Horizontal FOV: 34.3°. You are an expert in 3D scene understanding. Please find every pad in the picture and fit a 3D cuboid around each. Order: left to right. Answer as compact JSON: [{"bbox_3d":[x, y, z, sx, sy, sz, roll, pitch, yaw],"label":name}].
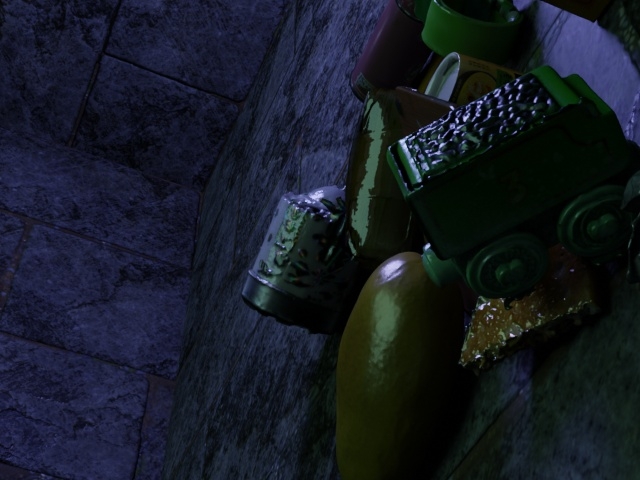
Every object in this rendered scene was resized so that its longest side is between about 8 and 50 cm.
[{"bbox_3d":[0.157,-0.045,1.304,0.286,0.018,0.283,-126,22,-73],"label":"pad"}]

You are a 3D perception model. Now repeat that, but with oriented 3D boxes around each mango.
[{"bbox_3d":[0.096,0.176,1.309,0.195,0.142,0.331,-157,75,-78],"label":"mango"}]

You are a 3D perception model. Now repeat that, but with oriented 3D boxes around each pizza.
[{"bbox_3d":[0.222,0.065,1.128,0.193,0.053,0.201,-50,30,24],"label":"pizza"}]

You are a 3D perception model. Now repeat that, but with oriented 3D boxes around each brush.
[{"bbox_3d":[0.205,-0.310,1.765,0.103,0.013,0.272,-90,23,-53],"label":"brush"}]

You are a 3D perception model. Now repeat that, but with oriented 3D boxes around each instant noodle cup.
[{"bbox_3d":[0.206,-0.171,1.367,0.151,0.122,0.151,-160,90,-74],"label":"instant noodle cup"}]

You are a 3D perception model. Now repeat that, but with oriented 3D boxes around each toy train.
[{"bbox_3d":[0.196,-0.055,1.023,0.243,0.188,0.132,-27,33,7],"label":"toy train"}]

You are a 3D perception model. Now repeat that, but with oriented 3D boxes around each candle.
[{"bbox_3d":[0.000,0.000,1.801,0.187,0.187,0.330,-130,63,-73],"label":"candle"}]

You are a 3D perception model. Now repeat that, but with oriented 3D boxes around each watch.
[{"bbox_3d":[0.200,-0.310,1.482,0.152,0.165,0.131,-60,-11,-51],"label":"watch"}]

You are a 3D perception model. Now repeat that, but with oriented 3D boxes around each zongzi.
[{"bbox_3d":[0.108,-0.071,1.641,0.300,0.145,0.273,96,-176,-80],"label":"zongzi"}]

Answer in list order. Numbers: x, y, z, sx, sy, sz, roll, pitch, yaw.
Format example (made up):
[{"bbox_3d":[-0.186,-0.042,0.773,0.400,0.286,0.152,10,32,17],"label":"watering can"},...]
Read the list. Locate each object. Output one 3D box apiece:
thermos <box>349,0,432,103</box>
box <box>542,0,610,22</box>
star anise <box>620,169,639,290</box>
[{"bbox_3d":[0.165,-0.364,1.771,0.330,0.136,0.109,121,141,-55],"label":"thermos"},{"bbox_3d":[0.251,-0.456,1.239,0.214,0.284,0.259,124,159,-44],"label":"box"},{"bbox_3d":[0.322,-0.059,0.865,0.229,0.093,0.236,138,146,-61],"label":"star anise"}]
